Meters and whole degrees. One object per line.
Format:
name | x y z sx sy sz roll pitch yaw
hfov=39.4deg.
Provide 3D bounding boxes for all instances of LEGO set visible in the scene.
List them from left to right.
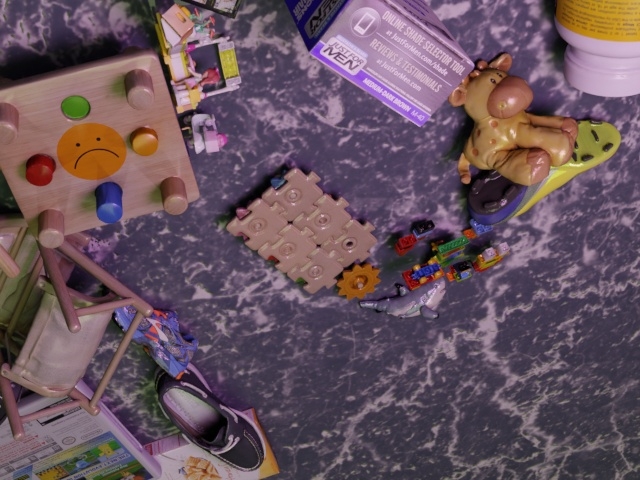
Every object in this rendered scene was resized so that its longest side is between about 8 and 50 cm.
LEGO set | -0.163 -0.256 1.254 0.107 0.132 0.287 -17 151 -10

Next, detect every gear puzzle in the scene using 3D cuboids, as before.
gear puzzle | 0.000 0.000 1.559 0.175 0.044 0.339 -40 129 13

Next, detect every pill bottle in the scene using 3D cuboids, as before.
pill bottle | 0.440 -0.388 1.291 0.188 0.188 0.334 -11 128 -8

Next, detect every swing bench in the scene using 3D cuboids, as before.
swing bench | -0.440 0.127 1.420 0.165 0.254 0.253 -10 138 -53

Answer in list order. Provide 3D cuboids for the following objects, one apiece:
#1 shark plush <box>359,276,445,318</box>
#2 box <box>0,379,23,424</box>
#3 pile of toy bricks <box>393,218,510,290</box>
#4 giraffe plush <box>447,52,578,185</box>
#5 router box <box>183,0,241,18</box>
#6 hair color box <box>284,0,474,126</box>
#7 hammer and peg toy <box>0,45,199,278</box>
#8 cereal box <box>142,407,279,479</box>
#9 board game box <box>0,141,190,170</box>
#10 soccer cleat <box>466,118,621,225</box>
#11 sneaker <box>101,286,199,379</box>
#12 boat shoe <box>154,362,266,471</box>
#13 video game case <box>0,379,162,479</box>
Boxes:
shark plush | 0.157 0.107 1.693 0.161 0.073 0.067 -4 110 13
box | -0.705 0.272 1.502 0.295 0.073 0.293 36 118 -25
pile of toy bricks | 0.222 0.030 1.617 0.212 0.118 0.105 -19 160 -22
giraffe plush | 0.292 -0.202 1.431 0.210 0.181 0.170 -1 124 29
router box | -0.146 -0.405 1.200 0.133 0.046 0.179 14 121 -24
hair color box | 0.047 -0.306 1.142 0.185 0.339 0.110 27 114 -31
hammer and peg toy | -0.371 -0.110 1.254 0.361 0.127 0.266 -16 131 -4
cereal box | -0.222 0.448 1.826 0.240 0.047 0.173 -20 128 -1
board game box | -0.345 -0.134 1.352 0.243 0.042 0.165 -28 128 6
soccer cleat | 0.385 -0.118 1.561 0.289 0.093 0.121 -29 157 2
sneaker | -0.298 0.146 1.565 0.087 0.083 0.221 -47 123 -13
boat shoe | -0.209 0.353 1.692 0.114 0.091 0.302 -39 115 9
video game case | -0.520 0.416 1.697 0.329 0.036 0.300 -24 125 9
